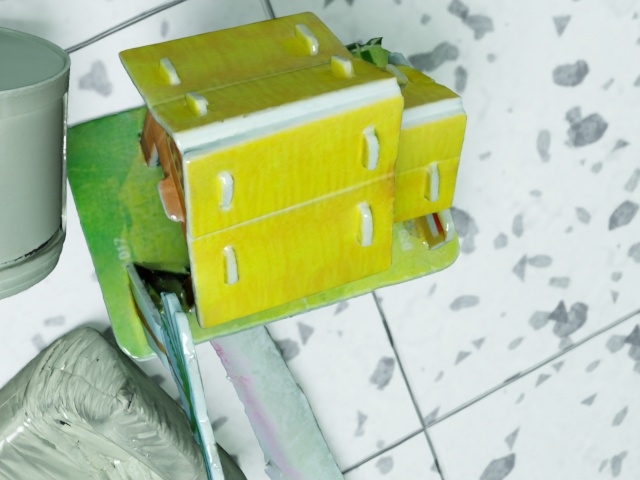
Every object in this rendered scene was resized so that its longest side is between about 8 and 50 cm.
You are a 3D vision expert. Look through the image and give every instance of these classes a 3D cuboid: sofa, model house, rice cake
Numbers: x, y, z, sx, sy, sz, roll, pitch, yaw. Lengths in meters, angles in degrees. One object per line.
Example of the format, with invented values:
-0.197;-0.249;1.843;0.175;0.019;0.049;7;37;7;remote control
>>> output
-0.195;0.218;1.149;0.225;0.176;0.210;-40;121;-3;sofa
0.000;0.000;0.994;0.300;0.323;0.340;-16;83;-14;model house
-0.053;0.147;1.253;0.081;0.051;0.290;-36;119;-16;rice cake

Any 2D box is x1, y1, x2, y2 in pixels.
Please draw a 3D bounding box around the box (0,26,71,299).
-0.289;-0.060;0.964;0.226;0.226;0.149;-4;113;-22;box
